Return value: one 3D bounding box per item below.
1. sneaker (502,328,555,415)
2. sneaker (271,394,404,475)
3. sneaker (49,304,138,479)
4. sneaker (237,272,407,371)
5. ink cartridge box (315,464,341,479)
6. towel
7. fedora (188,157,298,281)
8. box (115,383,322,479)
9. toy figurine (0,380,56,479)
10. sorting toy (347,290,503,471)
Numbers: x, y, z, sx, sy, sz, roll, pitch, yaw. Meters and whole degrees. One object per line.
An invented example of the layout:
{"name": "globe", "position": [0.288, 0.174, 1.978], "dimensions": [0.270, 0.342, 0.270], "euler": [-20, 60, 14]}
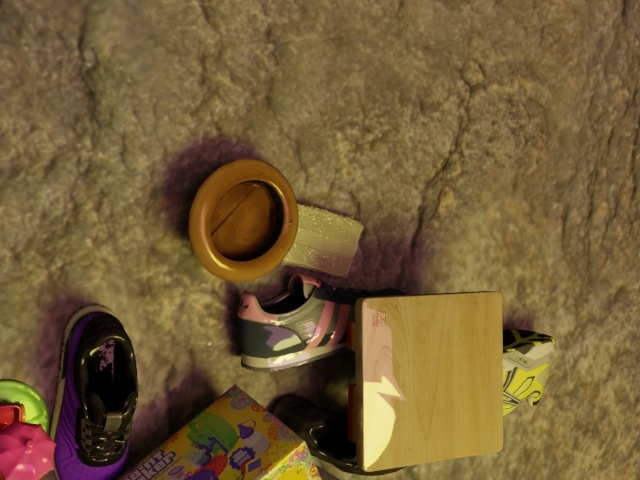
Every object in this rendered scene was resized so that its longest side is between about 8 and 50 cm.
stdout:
{"name": "sneaker", "position": [0.282, 0.263, 1.508], "dimensions": [0.385, 0.145, 0.147], "euler": [-6, 99, -29]}
{"name": "sneaker", "position": [0.054, 0.343, 1.386], "dimensions": [0.286, 0.130, 0.109], "euler": [21, 83, -33]}
{"name": "sneaker", "position": [-0.305, 0.244, 1.143], "dimensions": [0.102, 0.146, 0.293], "euler": [-2, 97, -31]}
{"name": "sneaker", "position": [0.013, 0.107, 1.342], "dimensions": [0.319, 0.112, 0.131], "euler": [-16, 107, -30]}
{"name": "ink cartridge box", "position": [0.045, 0.440, 1.345], "dimensions": [0.046, 0.207, 0.097], "euler": [-38, 113, -23]}
{"name": "towel", "position": [0.000, 0.000, 1.371], "dimensions": [0.148, 0.027, 0.110], "euler": [16, 87, -32]}
{"name": "fedora", "position": [-0.126, -0.031, 1.259], "dimensions": [0.194, 0.079, 0.194], "euler": [-2, 93, -36]}
{"name": "box", "position": [-0.145, 0.423, 1.204], "dimensions": [0.290, 0.177, 0.279], "euler": [-38, 131, -23]}
{"name": "toy figurine", "position": [-0.402, 0.286, 1.082], "dimensions": [0.130, 0.159, 0.173], "euler": [0, 96, -31]}
{"name": "sorting toy", "position": [0.158, 0.211, 1.314], "dimensions": [0.255, 0.089, 0.257], "euler": [-1, 91, -26]}
